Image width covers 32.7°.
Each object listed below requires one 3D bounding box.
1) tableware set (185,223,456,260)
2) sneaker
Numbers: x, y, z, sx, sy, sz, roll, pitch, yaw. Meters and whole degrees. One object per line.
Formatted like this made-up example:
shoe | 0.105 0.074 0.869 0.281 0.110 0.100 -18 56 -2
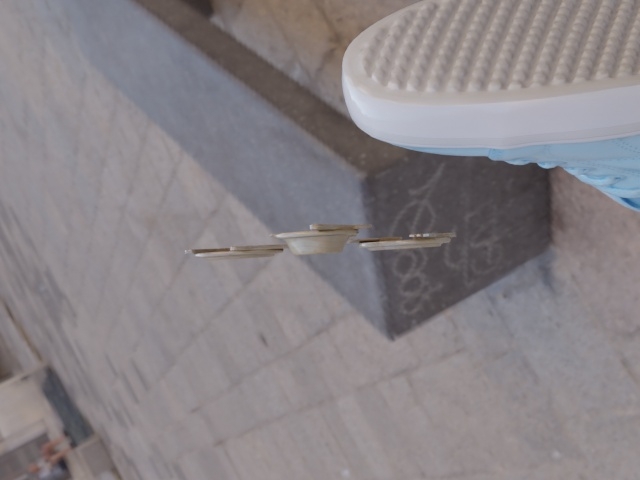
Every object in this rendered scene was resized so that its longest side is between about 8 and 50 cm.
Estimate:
tableware set | 0.000 0.000 0.766 0.168 0.141 0.020 -4 90 44
sneaker | 0.188 -0.068 0.668 0.135 0.366 0.150 -111 21 -50
